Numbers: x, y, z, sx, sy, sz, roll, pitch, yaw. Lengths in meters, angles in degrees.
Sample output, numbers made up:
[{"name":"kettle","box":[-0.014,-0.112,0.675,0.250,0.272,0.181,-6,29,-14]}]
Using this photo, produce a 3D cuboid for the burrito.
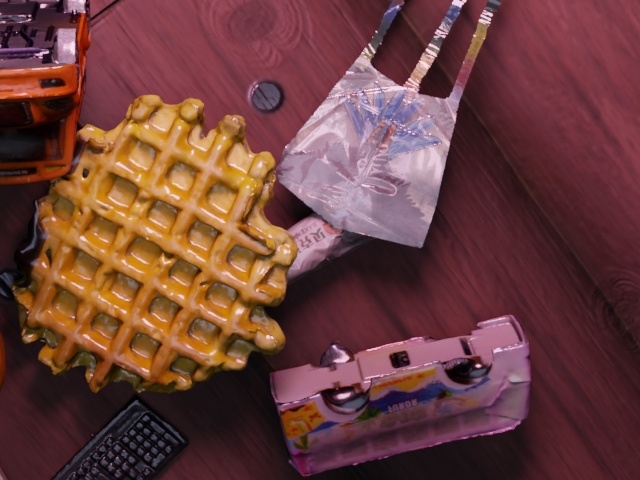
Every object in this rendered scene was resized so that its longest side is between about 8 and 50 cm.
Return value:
[{"name":"burrito","box":[0.001,0.000,1.861,0.203,0.064,0.064,-34,106,3]}]

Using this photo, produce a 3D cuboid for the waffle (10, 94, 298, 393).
[{"name":"waffle","box":[-0.175,0.008,1.822,0.307,0.060,0.312,-4,100,9]}]

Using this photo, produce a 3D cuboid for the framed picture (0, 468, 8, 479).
[{"name":"framed picture","box":[-0.424,0.305,1.922,0.203,0.015,0.150,-27,99,4]}]

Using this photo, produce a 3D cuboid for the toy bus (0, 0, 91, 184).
[{"name":"toy bus","box":[-0.284,-0.147,1.656,0.143,0.329,0.153,-2,108,-5]}]

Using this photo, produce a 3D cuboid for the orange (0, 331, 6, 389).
[{"name":"orange","box":[-0.400,0.122,1.821,0.159,0.159,0.136,31,141,-12]}]

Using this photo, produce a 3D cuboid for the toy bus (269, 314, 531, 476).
[{"name":"toy bus","box":[0.089,0.161,1.898,0.274,0.090,0.112,-13,113,-2]}]

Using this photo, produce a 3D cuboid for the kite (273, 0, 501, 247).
[{"name":"kite","box":[0.076,-0.155,1.816,0.169,0.015,0.310,21,93,2]}]

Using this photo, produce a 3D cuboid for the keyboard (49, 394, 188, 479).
[{"name":"keyboard","box":[-0.257,0.278,1.938,0.087,0.017,0.250,43,98,-15]}]
